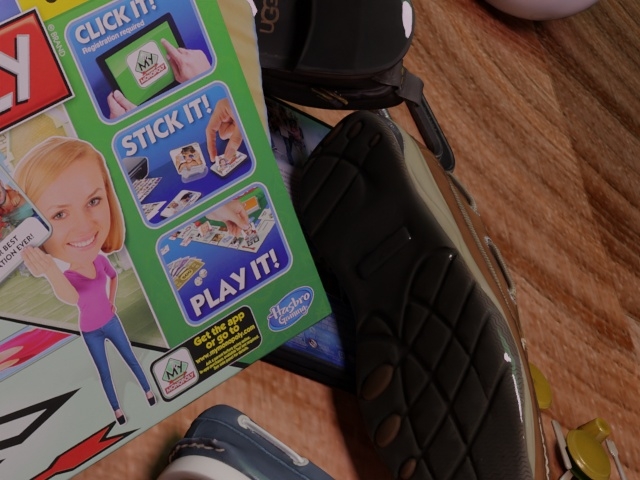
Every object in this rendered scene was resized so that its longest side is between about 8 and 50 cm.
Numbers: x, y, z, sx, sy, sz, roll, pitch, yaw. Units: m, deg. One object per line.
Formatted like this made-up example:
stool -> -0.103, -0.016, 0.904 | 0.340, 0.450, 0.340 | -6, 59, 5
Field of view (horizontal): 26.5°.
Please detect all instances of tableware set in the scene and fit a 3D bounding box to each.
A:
tableware set -> 0.175, 0.142, 1.072 | 0.154, 0.024, 0.104 | 23, 38, -34

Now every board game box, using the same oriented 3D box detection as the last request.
board game box -> -0.161, 0.013, 0.542 | 0.317, 0.046, 0.213 | -31, 116, -24

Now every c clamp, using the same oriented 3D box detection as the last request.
c clamp -> 0.057, -0.124, 1.203 | 0.137, 0.022, 0.161 | 5, 51, -54

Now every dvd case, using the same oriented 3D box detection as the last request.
dvd case -> 0.000, 0.000, 1.004 | 0.180, 0.022, 0.253 | 24, 41, -33

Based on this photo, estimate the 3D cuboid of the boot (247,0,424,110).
boot -> -0.051, -0.138, 0.928 | 0.263, 0.091, 0.229 | 16, -3, 0

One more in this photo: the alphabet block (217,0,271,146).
alphabet block -> -0.159, -0.053, 0.713 | 0.197, 0.192, 0.193 | 23, 39, -34

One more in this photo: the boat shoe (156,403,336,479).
boat shoe -> 0.020, 0.190, 0.772 | 0.254, 0.095, 0.079 | 34, 39, -2

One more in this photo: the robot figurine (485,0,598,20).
robot figurine -> 0.262, -0.369, 1.526 | 0.300, 0.200, 0.353 | 13, 30, 14

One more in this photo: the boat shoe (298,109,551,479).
boat shoe -> 0.090, 0.050, 0.930 | 0.120, 0.122, 0.324 | 20, 43, -44
